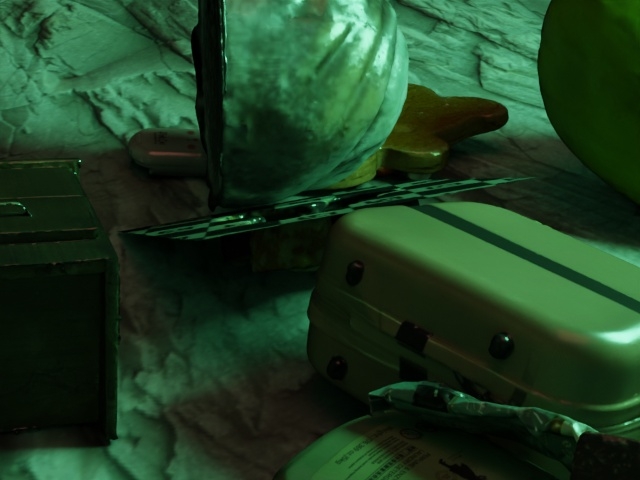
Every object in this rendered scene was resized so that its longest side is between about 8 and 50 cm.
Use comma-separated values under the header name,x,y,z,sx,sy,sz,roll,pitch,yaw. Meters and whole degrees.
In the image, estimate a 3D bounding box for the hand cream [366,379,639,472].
name,x,y,z,sx,sy,sz,roll,pitch,yaw
hand cream,0.143,0.137,0.928,0.248,0.052,0.075,16,-10,40

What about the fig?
name,x,y,z,sx,sy,sz,roll,pitch,yaw
fig,0.406,-0.178,1.578,0.343,0.343,0.343,3,23,-1

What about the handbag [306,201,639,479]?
name,x,y,z,sx,sy,sz,roll,pitch,yaw
handbag,0.169,0.073,1.159,0.283,0.149,0.302,-4,21,-41

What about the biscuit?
name,x,y,z,sx,sy,sz,roll,pitch,yaw
biscuit,0.068,-0.118,1.720,0.205,0.049,0.324,17,28,29

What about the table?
name,x,y,z,sx,sy,sz,roll,pitch,yaw
table,-0.255,0.043,1.133,0.169,0.172,0.193,-3,24,-17

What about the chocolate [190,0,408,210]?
name,x,y,z,sx,sy,sz,roll,pitch,yaw
chocolate,-0.017,-0.184,1.505,0.213,0.303,0.303,-1,23,-9

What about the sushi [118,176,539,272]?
name,x,y,z,sx,sy,sz,roll,pitch,yaw
sushi,0.000,0.000,1.374,0.320,0.068,0.339,-11,5,-18

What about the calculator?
name,x,y,z,sx,sy,sz,roll,pitch,yaw
calculator,-0.133,-0.100,1.670,0.175,0.032,0.100,1,23,-7

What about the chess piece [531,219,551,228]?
name,x,y,z,sx,sy,sz,roll,pitch,yaw
chess piece,0.257,0.034,1.389,0.060,0.060,0.172,-18,32,-41

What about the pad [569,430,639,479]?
name,x,y,z,sx,sy,sz,roll,pitch,yaw
pad,0.285,0.236,0.788,0.330,0.220,0.004,10,-21,13

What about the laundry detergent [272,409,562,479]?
name,x,y,z,sx,sy,sz,roll,pitch,yaw
laundry detergent,0.099,0.199,0.924,0.253,0.091,0.181,22,25,36
